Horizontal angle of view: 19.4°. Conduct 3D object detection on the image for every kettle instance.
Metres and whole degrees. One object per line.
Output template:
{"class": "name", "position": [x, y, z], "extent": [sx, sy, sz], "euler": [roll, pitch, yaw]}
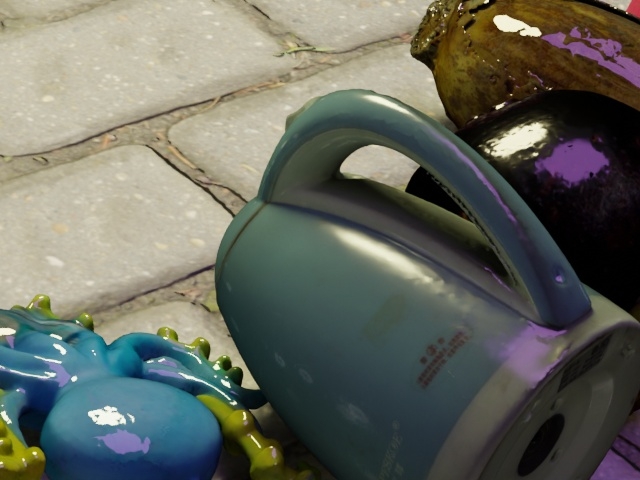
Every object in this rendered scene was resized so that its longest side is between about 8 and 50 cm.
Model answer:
{"class": "kettle", "position": [0.067, 0.046, 1.496], "extent": [0.342, 0.319, 0.247], "euler": [37, 39, 27]}

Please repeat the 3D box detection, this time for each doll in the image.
{"class": "doll", "position": [-0.206, 0.137, 1.503], "extent": [0.346, 0.099, 0.341], "euler": [-2, 24, -44]}

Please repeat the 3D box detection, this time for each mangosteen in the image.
{"class": "mangosteen", "position": [0.223, 0.015, 1.689], "extent": [0.275, 0.275, 0.302], "euler": [-19, 79, -36]}

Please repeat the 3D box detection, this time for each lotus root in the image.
{"class": "lotus root", "position": [0.273, -0.147, 1.949], "extent": [0.397, 0.179, 0.196], "euler": [27, 57, 14]}

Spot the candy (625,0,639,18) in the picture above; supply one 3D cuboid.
{"class": "candy", "position": [0.434, -0.252, 2.034], "extent": [0.100, 0.306, 0.157], "euler": [4, 32, -42]}
